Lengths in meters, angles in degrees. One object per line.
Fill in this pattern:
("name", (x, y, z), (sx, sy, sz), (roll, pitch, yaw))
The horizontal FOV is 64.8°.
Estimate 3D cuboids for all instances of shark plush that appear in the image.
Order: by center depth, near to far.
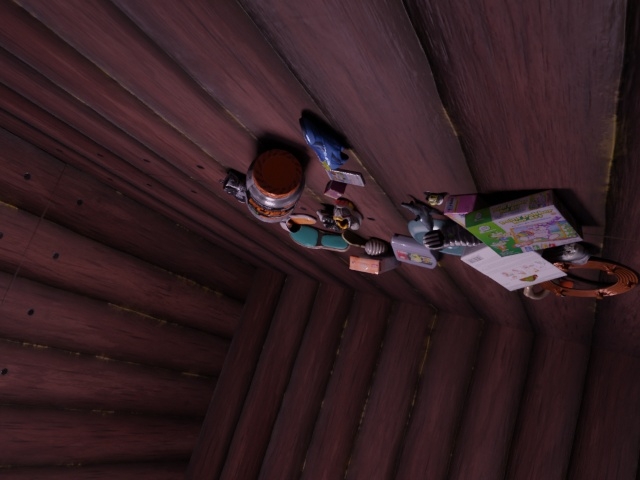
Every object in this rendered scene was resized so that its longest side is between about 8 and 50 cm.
("shark plush", (0.337, -0.090, 1.700), (0.073, 0.067, 0.161), (6, 163, 43))

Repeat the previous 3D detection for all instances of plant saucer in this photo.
("plant saucer", (0.484, -0.004, 1.924), (0.317, 0.044, 0.317), (18, 168, 4))

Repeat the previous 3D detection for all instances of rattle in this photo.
("rattle", (0.881, 0.163, 2.023), (0.199, 0.130, 0.142), (-6, -174, -18))

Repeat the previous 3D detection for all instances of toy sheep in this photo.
("toy sheep", (0.247, 0.034, 2.309), (0.131, 0.091, 0.091), (2, 171, -13))

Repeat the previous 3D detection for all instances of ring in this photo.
("ring", (0.943, 0.147, 1.807), (0.336, 0.032, 0.337), (12, 157, 5))

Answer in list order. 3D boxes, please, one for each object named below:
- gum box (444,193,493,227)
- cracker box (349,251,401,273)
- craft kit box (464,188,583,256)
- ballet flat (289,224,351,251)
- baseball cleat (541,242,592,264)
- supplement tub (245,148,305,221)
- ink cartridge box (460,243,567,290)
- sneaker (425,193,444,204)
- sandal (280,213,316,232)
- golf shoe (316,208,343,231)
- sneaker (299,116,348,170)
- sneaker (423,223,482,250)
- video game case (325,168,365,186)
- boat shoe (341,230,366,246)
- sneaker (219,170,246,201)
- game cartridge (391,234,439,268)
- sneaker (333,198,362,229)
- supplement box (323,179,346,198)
("gum box", (0.488, -0.075, 1.568), (0.188, 0.062, 0.107), (27, 164, -35))
("cracker box", (0.263, 0.097, 2.384), (0.155, 0.067, 0.232), (9, -167, 34))
("craft kit box", (0.587, -0.040, 1.452), (0.249, 0.061, 0.246), (-18, 144, 39))
("ballet flat", (0.000, 0.000, 2.478), (0.315, 0.108, 0.106), (16, 174, 14))
("baseball cleat", (0.803, 0.058, 1.677), (0.109, 0.072, 0.206), (22, 167, -16))
("supplement tub", (-0.157, -0.184, 1.707), (0.193, 0.194, 0.316), (19, 167, -5))
("ink cartridge box", (0.663, 0.067, 1.738), (0.238, 0.060, 0.275), (30, 155, -11))
("sneaker", (0.358, -0.130, 1.586), (0.035, 0.031, 0.083), (22, 167, -15))
("sandal", (-0.126, -0.078, 2.371), (0.101, 0.076, 0.265), (28, 164, -35))
("golf shoe", (0.052, -0.094, 2.109), (0.094, 0.077, 0.198), (47, -168, 24))
("sneaker", (0.012, -0.279, 1.404), (0.082, 0.069, 0.209), (-22, 142, 17))
("sneaker", (0.467, -0.010, 1.758), (0.228, 0.086, 0.132), (-6, 170, 5))
("video game case", (0.082, -0.212, 1.671), (0.121, 0.011, 0.087), (14, 167, 18))
("boat shoe", (0.150, -0.004, 2.359), (0.153, 0.056, 0.048), (19, 165, -39))
("sneaker", (-0.294, -0.205, 2.006), (0.268, 0.101, 0.153), (9, 167, 43))
("game cartridge", (0.425, 0.054, 2.231), (0.195, 0.060, 0.294), (10, 165, 18))
("sneaker", (0.098, -0.085, 1.995), (0.087, 0.093, 0.225), (11, 166, 26))
("supplement box", (0.051, -0.181, 1.771), (0.054, 0.043, 0.083), (21, 168, -13))
